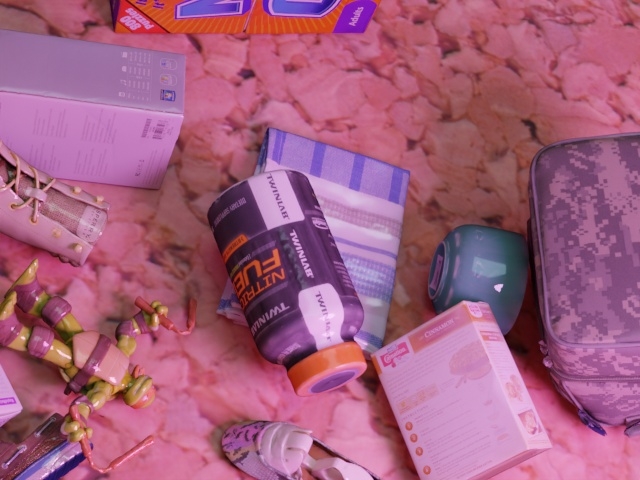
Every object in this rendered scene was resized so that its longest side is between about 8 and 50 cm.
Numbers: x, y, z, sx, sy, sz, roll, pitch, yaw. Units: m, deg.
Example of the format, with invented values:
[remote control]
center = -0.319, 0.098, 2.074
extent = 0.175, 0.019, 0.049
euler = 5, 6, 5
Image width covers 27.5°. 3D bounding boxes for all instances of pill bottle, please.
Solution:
[pill bottle]
center = -0.031, 0.052, 1.496
extent = 0.130, 0.130, 0.246
euler = -14, 68, -23

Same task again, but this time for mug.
[mug]
center = 0.187, 0.056, 1.599
extent = 0.097, 0.129, 0.158
euler = 12, 49, -8

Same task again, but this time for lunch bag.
[lunch bag]
center = 0.364, 0.057, 1.588
extent = 0.212, 0.256, 0.305
euler = -7, 60, 11

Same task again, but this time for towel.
[towel]
center = 0.000, 0.000, 1.630
extent = 0.209, 0.034, 0.285
euler = 17, 60, -9

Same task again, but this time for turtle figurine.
[turtle figurine]
center = -0.256, 0.118, 1.457
extent = 0.217, 0.087, 0.270
euler = 39, 45, -12

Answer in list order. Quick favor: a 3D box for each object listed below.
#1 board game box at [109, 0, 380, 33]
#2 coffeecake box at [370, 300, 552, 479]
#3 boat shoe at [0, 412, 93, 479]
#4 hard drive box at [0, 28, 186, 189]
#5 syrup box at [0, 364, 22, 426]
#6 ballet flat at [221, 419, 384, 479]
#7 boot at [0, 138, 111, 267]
[board game box]
center = -0.089, -0.511, 1.679
extent = 0.356, 0.356, 0.357
euler = -3, 65, -18
[coffeecake box]
center = 0.160, 0.184, 1.516
extent = 0.068, 0.142, 0.186
euler = 10, 53, -55
[boat shoe]
center = -0.332, 0.248, 1.386
extent = 0.183, 0.066, 0.066
euler = -31, 71, -38
[hard drive box]
center = -0.287, -0.150, 1.534
extent = 0.232, 0.181, 0.089
euler = 6, 62, -15
[syrup box]
center = -0.424, 0.109, 1.387
extent = 0.237, 0.093, 0.096
euler = 59, 21, 17
[ballet flat]
center = -0.003, 0.254, 1.470
extent = 0.221, 0.079, 0.077
euler = 28, 60, -2
[boot]
center = -0.327, -0.060, 1.430
extent = 0.203, 0.262, 0.095
euler = 27, 66, -4
